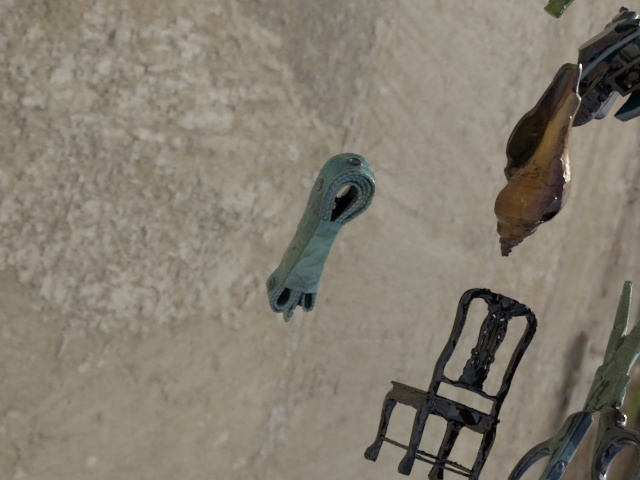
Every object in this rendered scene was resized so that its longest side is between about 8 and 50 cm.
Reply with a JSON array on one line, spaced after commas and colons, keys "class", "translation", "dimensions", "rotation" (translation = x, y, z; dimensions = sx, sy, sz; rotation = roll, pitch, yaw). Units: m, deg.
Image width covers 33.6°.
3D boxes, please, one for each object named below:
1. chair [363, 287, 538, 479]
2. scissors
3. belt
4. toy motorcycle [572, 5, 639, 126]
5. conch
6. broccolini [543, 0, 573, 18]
[{"class": "chair", "translation": [0.153, 0.169, 1.219], "dimensions": [0.106, 0.113, 0.229], "rotation": [23, 83, -19]}, {"class": "scissors", "translation": [0.381, 0.190, 1.405], "dimensions": [0.029, 0.256, 0.383], "rotation": [39, 58, -14]}, {"class": "belt", "translation": [0.000, 0.000, 1.640], "dimensions": [0.087, 0.072, 0.302], "rotation": [12, 124, -23]}, {"class": "toy motorcycle", "translation": [0.566, -0.337, 1.800], "dimensions": [0.232, 0.172, 0.416], "rotation": [-50, -174, -31]}, {"class": "conch", "translation": [0.259, -0.089, 1.238], "dimensions": [0.080, 0.086, 0.232], "rotation": [15, 92, -42]}, {"class": "broccolini", "translation": [0.300, -0.289, 0.961], "dimensions": [0.051, 0.239, 0.054], "rotation": [44, 16, -26]}]
